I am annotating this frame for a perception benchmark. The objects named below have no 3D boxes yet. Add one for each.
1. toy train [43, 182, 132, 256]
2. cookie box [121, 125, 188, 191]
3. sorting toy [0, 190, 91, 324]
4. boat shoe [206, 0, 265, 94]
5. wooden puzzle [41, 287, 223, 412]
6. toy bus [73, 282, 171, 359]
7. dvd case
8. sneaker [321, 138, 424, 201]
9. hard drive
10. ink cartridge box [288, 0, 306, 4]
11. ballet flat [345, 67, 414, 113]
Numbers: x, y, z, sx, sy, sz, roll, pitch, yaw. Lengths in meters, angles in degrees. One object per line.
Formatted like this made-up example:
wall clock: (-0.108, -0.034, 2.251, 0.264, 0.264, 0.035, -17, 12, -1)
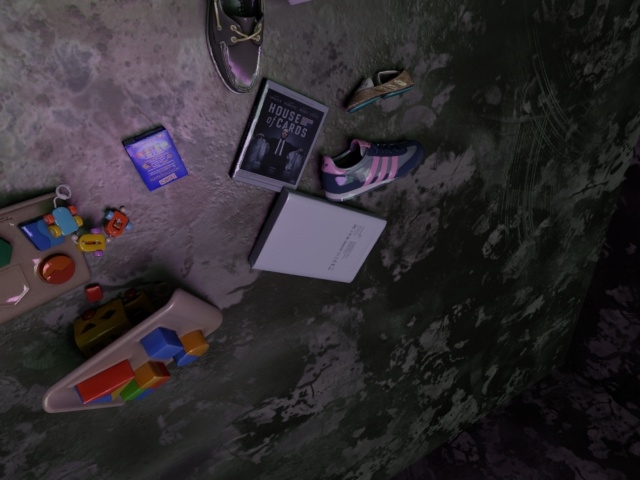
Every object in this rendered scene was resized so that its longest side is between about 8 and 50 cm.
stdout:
toy train: (-0.475, -0.036, 0.850, 0.166, 0.046, 0.125, 39, 51, -48)
cookie box: (-0.345, -0.171, 0.879, 0.091, 0.040, 0.107, -29, 128, -16)
sorting toy: (-0.600, 0.060, 0.775, 0.307, 0.041, 0.229, -34, 136, -43)
boat shoe: (-0.161, -0.435, 0.808, 0.109, 0.091, 0.305, -15, 123, -25)
wooden puzzle: (-0.396, 0.279, 0.985, 0.347, 0.080, 0.322, -40, 162, -9)
toy bus: (-0.460, 0.198, 0.978, 0.190, 0.104, 0.202, 15, 108, -38)
dvd case: (-0.098, -0.238, 1.005, 0.179, 0.029, 0.239, 12, 110, -37)
sneaker: (0.145, -0.220, 1.114, 0.318, 0.112, 0.131, -28, 131, -17)
hard drive: (0.000, 0.000, 1.177, 0.352, 0.047, 0.233, 12, 116, -38)
ink cartridge box: (-0.035, -0.589, 0.756, 0.172, 0.100, 0.237, -58, 135, -26)
ballet flat: (0.142, -0.384, 1.059, 0.206, 0.073, 0.067, -27, 100, -20)
